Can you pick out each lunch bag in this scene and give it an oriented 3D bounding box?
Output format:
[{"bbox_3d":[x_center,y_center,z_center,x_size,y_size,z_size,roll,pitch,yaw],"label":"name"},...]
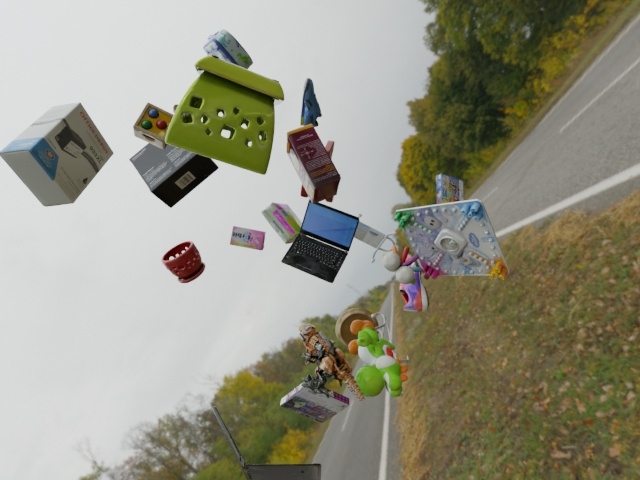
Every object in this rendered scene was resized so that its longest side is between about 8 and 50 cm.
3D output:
[{"bbox_3d":[-0.377,-0.745,1.644,0.090,0.176,0.219,-48,31,-8],"label":"lunch bag"}]

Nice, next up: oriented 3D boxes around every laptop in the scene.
[{"bbox_3d":[0.000,0.000,1.675,0.136,0.235,0.264,93,-158,-53],"label":"laptop"},{"bbox_3d":[-0.211,0.846,1.647,0.237,0.408,0.381,-26,-38,-24],"label":"laptop"}]

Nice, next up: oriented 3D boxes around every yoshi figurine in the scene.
[{"bbox_3d":[0.183,0.469,1.592,0.203,0.204,0.362,-47,25,5],"label":"yoshi figurine"}]

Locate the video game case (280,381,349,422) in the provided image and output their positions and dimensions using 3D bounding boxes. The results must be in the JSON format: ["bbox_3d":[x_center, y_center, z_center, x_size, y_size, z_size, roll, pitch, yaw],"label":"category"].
[{"bbox_3d":[-0.026,0.715,1.813,0.210,0.232,0.041,-48,22,33],"label":"video game case"}]

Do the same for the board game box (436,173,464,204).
[{"bbox_3d":[0.568,-0.180,1.791,0.035,0.136,0.201,-24,59,60],"label":"board game box"}]

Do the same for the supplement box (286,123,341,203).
[{"bbox_3d":[-0.023,-0.213,1.148,0.081,0.188,0.104,-23,-16,-13],"label":"supplement box"}]

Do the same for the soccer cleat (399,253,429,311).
[{"bbox_3d":[0.419,0.194,1.935,0.108,0.117,0.318,86,178,-50],"label":"soccer cleat"}]

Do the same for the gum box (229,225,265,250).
[{"bbox_3d":[-0.400,-0.012,2.289,0.062,0.189,0.107,17,-96,-89],"label":"gum box"}]

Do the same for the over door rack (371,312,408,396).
[{"bbox_3d":[0.295,0.532,1.933,0.324,0.108,0.239,-114,21,-56],"label":"over door rack"}]

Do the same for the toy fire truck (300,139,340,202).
[{"bbox_3d":[0.011,-0.349,2.090,0.302,0.170,0.253,-69,-10,-55],"label":"toy fire truck"}]

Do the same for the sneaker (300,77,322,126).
[{"bbox_3d":[-0.030,-0.511,1.533,0.209,0.082,0.069,99,177,-55],"label":"sneaker"}]

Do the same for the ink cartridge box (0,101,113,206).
[{"bbox_3d":[-0.894,-0.302,1.424,0.307,0.129,0.223,-82,-18,-44],"label":"ink cartridge box"}]

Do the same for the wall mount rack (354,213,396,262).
[{"bbox_3d":[0.262,-0.031,2.243,0.304,0.350,0.130,-62,3,45],"label":"wall mount rack"}]

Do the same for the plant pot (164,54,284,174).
[{"bbox_3d":[-0.209,-0.290,0.954,0.228,0.227,0.207,-127,55,-72],"label":"plant pot"}]

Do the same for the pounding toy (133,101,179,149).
[{"bbox_3d":[-0.630,-0.489,1.683,0.094,0.181,0.205,-36,31,66],"label":"pounding toy"}]

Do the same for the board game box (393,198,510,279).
[{"bbox_3d":[0.546,0.017,1.742,0.390,0.389,0.050,-5,37,44],"label":"board game box"}]

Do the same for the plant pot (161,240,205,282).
[{"bbox_3d":[-0.729,0.120,2.216,0.191,0.191,0.174,-50,-55,-34],"label":"plant pot"}]

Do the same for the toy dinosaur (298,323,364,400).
[{"bbox_3d":[0.024,0.449,1.481,0.165,0.321,0.218,-6,-46,-23],"label":"toy dinosaur"}]

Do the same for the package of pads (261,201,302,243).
[{"bbox_3d":[-0.183,-0.095,2.263,0.101,0.229,0.296,-40,-4,11],"label":"package of pads"}]

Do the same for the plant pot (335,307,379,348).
[{"bbox_3d":[0.200,0.482,2.211,0.236,0.236,0.032,-59,2,3],"label":"plant pot"}]

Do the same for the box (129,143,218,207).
[{"bbox_3d":[-0.784,-0.412,2.197,0.343,0.312,0.179,-40,-29,-3],"label":"box"}]

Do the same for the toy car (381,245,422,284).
[{"bbox_3d":[0.354,0.099,1.741,0.136,0.182,0.159,-45,-14,4],"label":"toy car"}]
